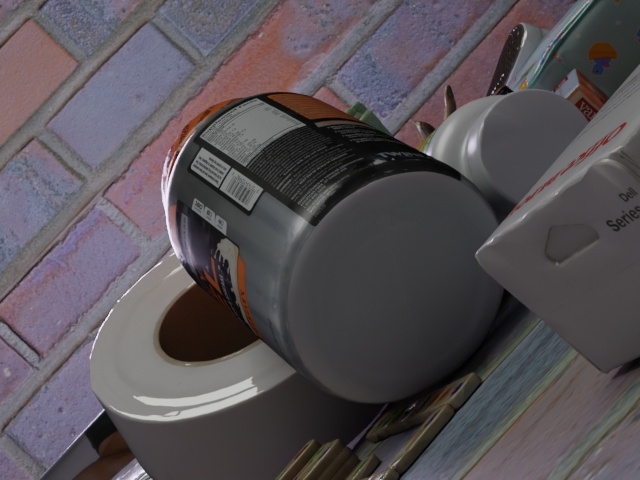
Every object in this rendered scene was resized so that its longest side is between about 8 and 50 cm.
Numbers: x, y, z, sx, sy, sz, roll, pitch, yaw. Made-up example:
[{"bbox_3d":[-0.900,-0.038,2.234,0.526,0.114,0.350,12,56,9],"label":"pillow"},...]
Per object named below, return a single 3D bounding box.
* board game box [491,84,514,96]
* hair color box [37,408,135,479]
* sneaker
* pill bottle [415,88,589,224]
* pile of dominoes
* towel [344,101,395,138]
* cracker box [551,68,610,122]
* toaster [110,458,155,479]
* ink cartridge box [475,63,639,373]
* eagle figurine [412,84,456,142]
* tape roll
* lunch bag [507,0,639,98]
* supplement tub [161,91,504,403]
[{"bbox_3d":[0.129,-0.064,1.597,0.170,0.048,0.141,-50,5,-31],"label":"board game box"},{"bbox_3d":[-0.181,0.259,1.731,0.374,0.185,0.113,-47,1,7],"label":"hair color box"},{"bbox_3d":[0.254,-0.124,1.984,0.106,0.123,0.290,-99,28,-58],"label":"sneaker"},{"bbox_3d":[0.143,-0.045,1.347,0.136,0.136,0.245,-47,1,-18],"label":"pill bottle"},{"bbox_3d":[0.007,0.175,1.152,0.196,0.040,0.251,-47,0,-19],"label":"pile of dominoes"},{"bbox_3d":[0.007,0.030,1.861,0.325,0.248,0.038,-47,31,-13],"label":"towel"},{"bbox_3d":[0.208,-0.067,1.632,0.232,0.067,0.156,-47,2,15],"label":"cracker box"},{"bbox_3d":[-0.155,0.282,1.509,0.227,0.129,0.146,-43,4,-2],"label":"toaster"},{"bbox_3d":[0.192,-0.055,0.739,0.219,0.092,0.160,-47,0,-23],"label":"ink cartridge box"},{"bbox_3d":[0.137,-0.083,2.469,0.226,0.225,0.298,-58,15,-21],"label":"eagle figurine"},{"bbox_3d":[-0.065,0.099,1.449,0.286,0.100,0.286,-19,32,12],"label":"tape roll"},{"bbox_3d":[0.330,-0.234,1.804,0.279,0.108,0.224,-50,1,-4],"label":"lunch bag"},{"bbox_3d":[-0.006,-0.009,1.275,0.193,0.193,0.316,-47,30,-5],"label":"supplement tub"}]
